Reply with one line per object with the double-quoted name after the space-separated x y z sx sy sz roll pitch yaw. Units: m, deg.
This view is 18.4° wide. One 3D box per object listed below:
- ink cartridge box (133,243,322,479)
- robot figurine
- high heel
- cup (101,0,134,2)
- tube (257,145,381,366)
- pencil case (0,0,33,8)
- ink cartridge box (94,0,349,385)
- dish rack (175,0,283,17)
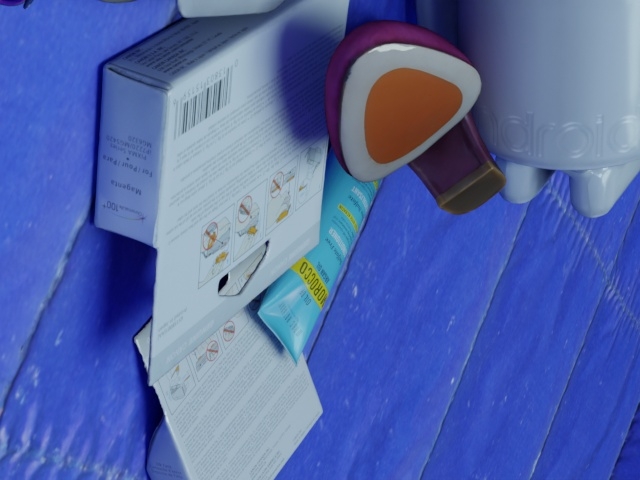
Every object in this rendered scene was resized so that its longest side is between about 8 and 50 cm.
-0.087 0.112 1.621 0.181 0.056 0.224 -51 132 -40 "ink cartridge box"
0.217 -0.199 1.700 0.200 0.300 0.353 -50 142 -53 "robot figurine"
0.043 -0.136 1.549 0.127 0.181 0.377 -33 161 3 "high heel"
-0.089 -0.262 0.989 0.237 0.331 0.331 -48 165 20 "cup"
0.000 0.000 1.671 0.080 0.052 0.207 53 50 -41 "tube"
-0.155 -0.201 1.144 0.070 0.064 0.151 -38 -165 54 "pencil case"
-0.072 -0.058 1.471 0.275 0.060 0.239 -40 144 -53 "ink cartridge box"
-0.010 -0.307 1.284 0.333 0.072 0.285 -62 171 14 "dish rack"
